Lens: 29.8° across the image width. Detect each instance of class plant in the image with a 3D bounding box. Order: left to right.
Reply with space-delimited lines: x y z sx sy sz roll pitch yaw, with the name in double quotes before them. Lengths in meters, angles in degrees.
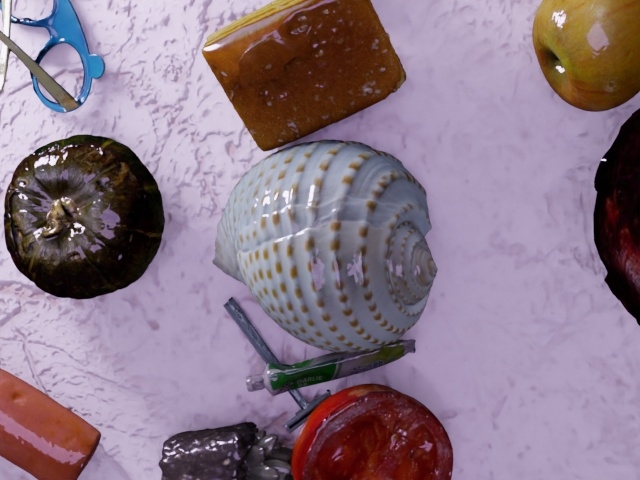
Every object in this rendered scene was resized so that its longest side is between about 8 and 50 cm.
"plant" -0.126 0.329 1.725 0.195 0.129 0.132 -2 94 8

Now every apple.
"apple" 0.372 -0.270 1.610 0.155 0.182 0.182 -28 92 -12

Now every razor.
"razor" -0.074 0.172 1.759 0.084 0.036 0.211 -36 85 -9

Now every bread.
"bread" -0.019 -0.246 1.652 0.234 0.110 0.184 -26 116 8

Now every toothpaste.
"toothpaste" 0.015 0.177 1.712 0.248 0.078 0.046 -13 71 -1

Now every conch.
"conch" 0.002 -0.001 1.651 0.319 0.215 0.303 6 85 4

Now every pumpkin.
"pumpkin" -0.335 -0.032 1.700 0.238 0.159 0.238 1 97 10

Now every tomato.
"tomato" 0.063 0.292 1.699 0.233 0.139 0.200 35 92 -26

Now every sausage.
"sausage" -0.450 0.261 1.761 0.259 0.113 0.113 32 97 1

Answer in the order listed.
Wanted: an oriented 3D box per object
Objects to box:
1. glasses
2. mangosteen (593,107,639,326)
"glasses" -0.437 -0.286 1.698 0.102 0.207 0.239 -21 91 43
"mangosteen" 0.536 -0.052 1.520 0.381 0.381 0.421 26 80 3
